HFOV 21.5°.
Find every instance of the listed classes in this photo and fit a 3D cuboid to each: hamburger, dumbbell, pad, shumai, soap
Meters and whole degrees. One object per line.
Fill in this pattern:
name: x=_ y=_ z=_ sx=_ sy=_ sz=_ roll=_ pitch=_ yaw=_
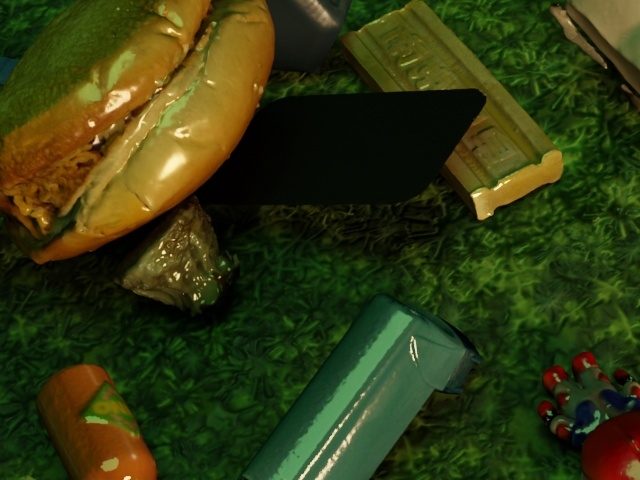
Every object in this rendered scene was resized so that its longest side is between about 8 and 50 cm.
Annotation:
hamburger: x=-0.176 y=-0.124 z=1.461 sx=0.289 sy=0.170 sz=0.314 roll=-15 pitch=37 yaw=48
dumbbell: x=-0.015 y=-0.314 z=1.650 sx=0.156 sy=0.144 sz=0.316 roll=6 pitch=52 yaw=17
pad: x=-0.012 y=-0.013 z=1.451 sx=0.250 sy=0.055 sz=0.323 roll=2 pitch=59 yaw=36
shumai: x=-0.116 y=0.020 z=1.444 sx=0.099 sy=0.087 sz=0.124 roll=-47 pitch=9 yaw=10
soap: x=0.117 y=-0.124 z=1.535 sx=0.092 sy=0.037 sz=0.252 roll=-29 pitch=51 yaw=-10

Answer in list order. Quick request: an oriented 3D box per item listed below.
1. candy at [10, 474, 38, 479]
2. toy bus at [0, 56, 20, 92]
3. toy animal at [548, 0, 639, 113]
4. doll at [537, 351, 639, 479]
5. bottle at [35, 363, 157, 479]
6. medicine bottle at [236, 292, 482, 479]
candy: x=-0.152 y=0.309 z=1.176 sx=0.142 sy=0.132 sz=0.343 roll=-40 pitch=55 yaw=-11
toy bus: x=-0.346 y=-0.152 z=1.641 sx=0.153 sy=0.061 sz=0.051 roll=9 pitch=48 yaw=21
toy animal: x=0.297 y=-0.208 z=1.443 sx=0.154 sy=0.208 sz=0.325 roll=-40 pitch=94 yaw=-1
doll: x=0.230 y=0.159 z=1.266 sx=0.104 sy=0.062 sz=0.195 roll=-11 pitch=39 yaw=-20
bottle: x=-0.162 y=0.182 z=1.325 sx=0.069 sy=0.069 sz=0.187 roll=-27 pitch=53 yaw=-10
medicine bottle: x=0.018 y=0.147 z=1.298 sx=0.079 sy=0.124 sz=0.258 roll=32 pitch=75 yaw=27
